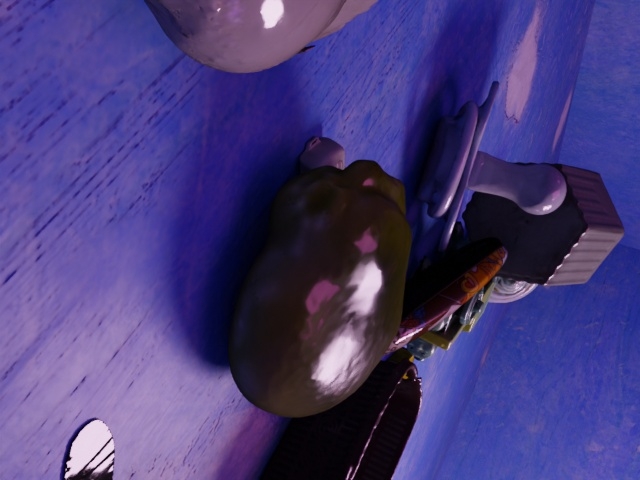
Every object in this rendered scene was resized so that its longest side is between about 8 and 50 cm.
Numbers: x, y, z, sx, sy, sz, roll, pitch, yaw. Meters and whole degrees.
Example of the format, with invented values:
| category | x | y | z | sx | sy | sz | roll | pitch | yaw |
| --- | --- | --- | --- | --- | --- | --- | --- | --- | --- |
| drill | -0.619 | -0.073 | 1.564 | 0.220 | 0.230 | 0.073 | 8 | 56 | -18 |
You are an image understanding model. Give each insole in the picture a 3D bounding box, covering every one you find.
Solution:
| category | x | y | z | sx | sy | sz | roll | pitch | yaw |
| --- | --- | --- | --- | --- | --- | --- | --- | --- | --- |
| insole | -0.180 | 0.203 | 0.497 | 0.053 | 0.002 | 0.152 | -43 | 144 | -48 |

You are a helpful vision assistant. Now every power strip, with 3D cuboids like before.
| category | x | y | z | sx | sy | sz | roll | pitch | yaw |
| --- | --- | --- | --- | --- | --- | --- | --- | --- | --- |
| power strip | 0.000 | 0.000 | 0.708 | 0.060 | 0.027 | 0.252 | -46 | 147 | -44 |

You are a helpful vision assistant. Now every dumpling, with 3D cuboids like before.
| category | x | y | z | sx | sy | sz | roll | pitch | yaw |
| --- | --- | --- | --- | --- | --- | --- | --- | --- | --- |
| dumpling | -0.020 | -0.180 | 0.355 | 0.247 | 0.173 | 0.142 | 4 | 73 | -72 |

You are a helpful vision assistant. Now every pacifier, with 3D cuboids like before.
| category | x | y | z | sx | sy | sz | roll | pitch | yaw |
| --- | --- | --- | --- | --- | --- | --- | --- | --- | --- |
| pacifier | 0.280 | -0.106 | 0.990 | 0.238 | 0.226 | 0.286 | 4 | 102 | -81 |

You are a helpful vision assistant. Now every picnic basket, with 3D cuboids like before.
| category | x | y | z | sx | sy | sz | roll | pitch | yaw |
| --- | --- | --- | --- | --- | --- | --- | --- | --- | --- |
| picnic basket | 0.026 | 0.297 | 0.870 | 0.296 | 0.129 | 0.222 | -60 | 153 | -26 |

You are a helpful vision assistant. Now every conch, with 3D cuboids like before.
| category | x | y | z | sx | sy | sz | roll | pitch | yaw |
| --- | --- | --- | --- | --- | --- | --- | --- | --- | --- |
| conch | 0.452 | 0.065 | 1.568 | 0.249 | 0.197 | 0.368 | -56 | 155 | 18 |

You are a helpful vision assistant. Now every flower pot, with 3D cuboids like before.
| category | x | y | z | sx | sy | sz | roll | pitch | yaw |
| --- | --- | --- | --- | --- | --- | --- | --- | --- | --- |
| flower pot | 0.400 | -0.030 | 1.124 | 0.190 | 0.209 | 0.239 | 0 | 68 | -47 |

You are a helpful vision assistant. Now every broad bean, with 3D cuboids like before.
| category | x | y | z | sx | sy | sz | roll | pitch | yaw |
| --- | --- | --- | --- | --- | --- | --- | --- | --- | --- |
| broad bean | 0.005 | 0.057 | 0.624 | 0.238 | 0.119 | 0.290 | -34 | 141 | -40 |

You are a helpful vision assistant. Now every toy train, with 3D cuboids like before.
| category | x | y | z | sx | sy | sz | roll | pitch | yaw |
| --- | --- | --- | --- | --- | --- | --- | --- | --- | --- |
| toy train | 0.265 | 0.117 | 1.258 | 0.369 | 0.150 | 0.237 | -34 | 144 | -52 |

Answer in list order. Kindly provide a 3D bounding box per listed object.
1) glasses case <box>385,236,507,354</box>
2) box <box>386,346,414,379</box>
| category | x | y | z | sx | sy | sz | roll | pitch | yaw |
| --- | --- | --- | --- | --- | --- | --- | --- | --- | --- |
| glasses case | 0.177 | 0.088 | 0.992 | 0.321 | 0.082 | 0.122 | -31 | 174 | -30 |
| box | 0.103 | 0.318 | 1.177 | 0.279 | 0.041 | 0.152 | -22 | 126 | -60 |
